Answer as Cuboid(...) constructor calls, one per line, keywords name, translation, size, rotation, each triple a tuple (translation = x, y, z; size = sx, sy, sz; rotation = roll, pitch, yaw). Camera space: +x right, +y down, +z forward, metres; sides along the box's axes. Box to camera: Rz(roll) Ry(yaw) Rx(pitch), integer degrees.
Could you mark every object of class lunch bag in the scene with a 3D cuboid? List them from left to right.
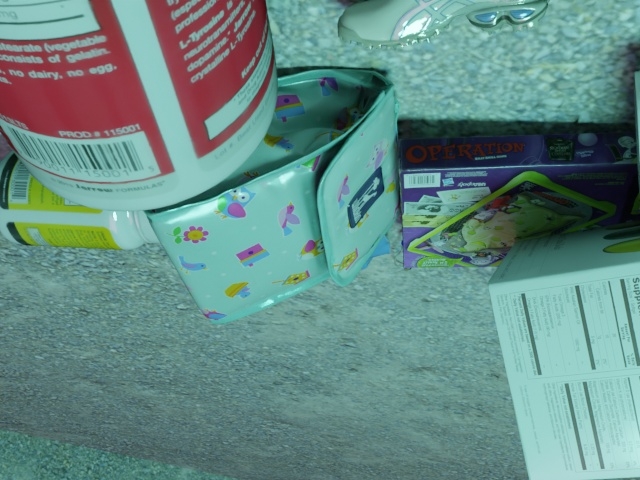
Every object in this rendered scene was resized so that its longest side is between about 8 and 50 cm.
Cuboid(name="lunch bag", translation=(-0.036, -0.051, 0.828), size=(0.262, 0.160, 0.223), rotation=(-19, 145, -4))

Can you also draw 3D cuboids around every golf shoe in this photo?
Cuboid(name="golf shoe", translation=(0.092, -0.206, 0.638), size=(0.176, 0.069, 0.086), rotation=(-6, 127, 20))

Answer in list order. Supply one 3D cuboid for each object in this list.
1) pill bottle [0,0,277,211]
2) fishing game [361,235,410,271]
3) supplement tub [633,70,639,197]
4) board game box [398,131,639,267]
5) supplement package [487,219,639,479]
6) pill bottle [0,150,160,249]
Cuboid(name="pill bottle", translation=(-0.160, -0.214, 0.507), size=(0.229, 0.229, 0.407), rotation=(5, 150, 7))
Cuboid(name="fishing game", translation=(0.000, 0.000, 1.038), size=(0.264, 0.041, 0.189), rotation=(4, 159, -1))
Cuboid(name="supplement tub", translation=(0.368, -0.091, 0.659), size=(0.200, 0.144, 0.144), rotation=(-3, 149, 21))
Cuboid(name="board game box", translation=(0.260, -0.037, 0.855), size=(0.347, 0.056, 0.208), rotation=(-1, 146, 6))
Cuboid(name="supplement package", translation=(0.321, 0.089, 0.754), size=(0.263, 0.198, 0.199), rotation=(-11, -173, 23))
Cuboid(name="pill bottle", translation=(-0.265, -0.049, 0.942), size=(0.209, 0.119, 0.119), rotation=(3, 150, 12))
